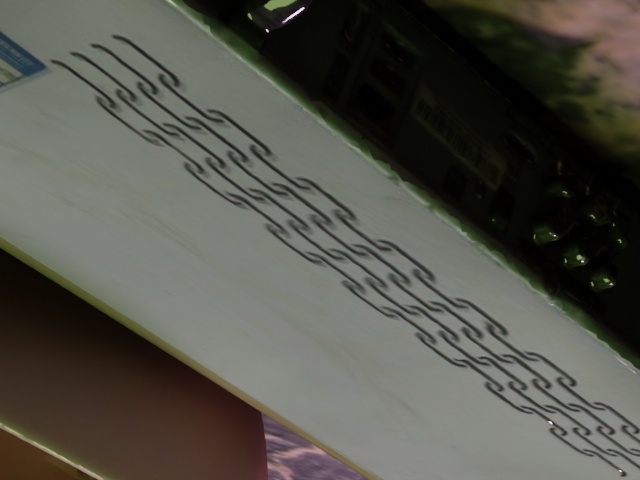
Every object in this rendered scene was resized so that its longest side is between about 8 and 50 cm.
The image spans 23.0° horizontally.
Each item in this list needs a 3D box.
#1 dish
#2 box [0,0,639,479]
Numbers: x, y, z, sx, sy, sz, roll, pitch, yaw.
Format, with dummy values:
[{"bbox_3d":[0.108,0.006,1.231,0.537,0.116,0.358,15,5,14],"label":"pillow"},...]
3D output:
[{"bbox_3d":[-0.107,0.059,0.605,0.213,0.090,0.213,19,154,9],"label":"dish"},{"bbox_3d":[0.000,0.000,0.446,0.270,0.045,0.210,35,153,-29],"label":"box"}]
